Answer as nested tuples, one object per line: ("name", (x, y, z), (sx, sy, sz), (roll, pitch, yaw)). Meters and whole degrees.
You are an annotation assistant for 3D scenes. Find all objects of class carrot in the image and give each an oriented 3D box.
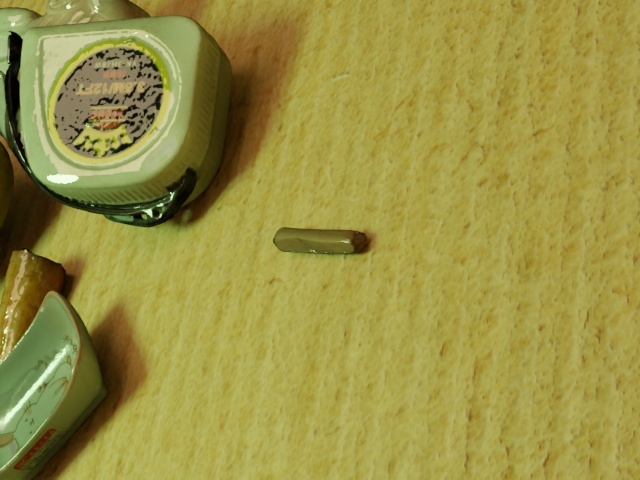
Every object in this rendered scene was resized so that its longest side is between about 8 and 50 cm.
("carrot", (-0.355, 0.115, 1.574), (0.072, 0.072, 0.205), (-11, 64, 45))

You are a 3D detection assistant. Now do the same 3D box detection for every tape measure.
("tape measure", (-0.243, -0.127, 1.507), (0.271, 0.133, 0.231), (1, 72, 18))

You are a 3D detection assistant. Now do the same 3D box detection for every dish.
("dish", (-0.314, 0.179, 1.456), (0.212, 0.077, 0.151), (-48, 38, 12))

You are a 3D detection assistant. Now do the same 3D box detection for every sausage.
("sausage", (0.000, 0.000, 1.269), (0.116, 0.026, 0.026), (2, 65, 49))

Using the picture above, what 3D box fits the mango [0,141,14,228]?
("mango", (-0.560, -0.032, 1.786), (0.445, 0.220, 0.301), (-22, 45, 36))

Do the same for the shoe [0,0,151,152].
("shoe", (-0.367, -0.195, 1.724), (0.351, 0.172, 0.198), (-15, 56, 45))
